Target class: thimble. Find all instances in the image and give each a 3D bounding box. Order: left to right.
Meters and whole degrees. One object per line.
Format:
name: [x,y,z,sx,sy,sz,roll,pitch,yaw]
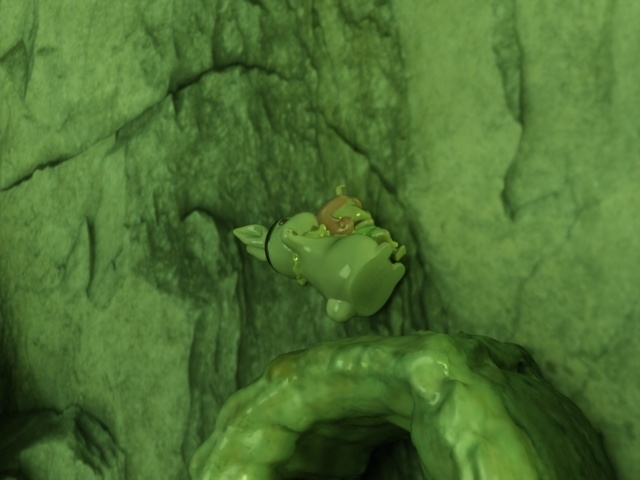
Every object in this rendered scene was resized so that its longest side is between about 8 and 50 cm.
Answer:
thimble: [0.056,0.197,0.695,0.291,0.195,0.291,-8,76,35]

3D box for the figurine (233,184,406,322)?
figurine: [0.004,0.006,0.867,0.098,0.081,0.146,-32,44,-25]
